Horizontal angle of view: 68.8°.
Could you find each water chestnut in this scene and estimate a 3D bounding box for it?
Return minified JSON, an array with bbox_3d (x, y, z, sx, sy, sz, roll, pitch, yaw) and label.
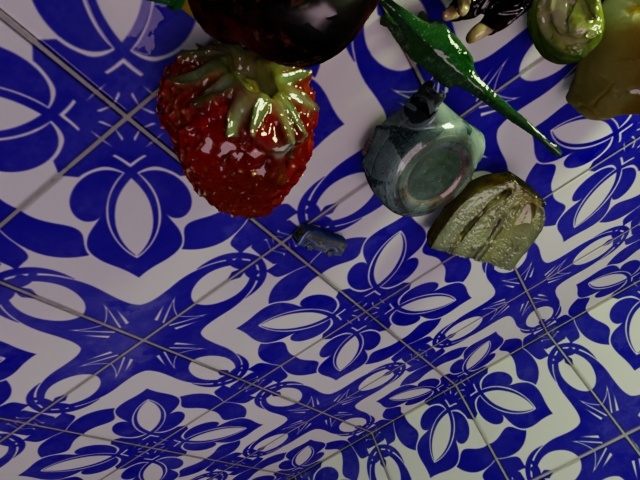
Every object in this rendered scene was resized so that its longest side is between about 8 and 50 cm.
[{"bbox_3d":[-0.040,-0.370,0.618,0.289,0.244,0.289,-4,103,-17],"label":"water chestnut"}]

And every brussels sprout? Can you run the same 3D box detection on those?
[{"bbox_3d":[0.482,-0.442,0.926,0.131,0.145,0.183,-18,100,31],"label":"brussels sprout"}]

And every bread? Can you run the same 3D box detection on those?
[{"bbox_3d":[0.737,-0.436,0.997,0.300,0.210,0.341,-16,137,-12],"label":"bread"}]

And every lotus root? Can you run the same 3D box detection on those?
[{"bbox_3d":[0.462,-0.079,1.293,0.267,0.149,0.260,14,124,-12],"label":"lotus root"}]

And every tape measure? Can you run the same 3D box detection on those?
[{"bbox_3d":[0.232,-0.191,1.068,0.256,0.147,0.275,20,119,-40],"label":"tape measure"}]

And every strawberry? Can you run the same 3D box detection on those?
[{"bbox_3d":[-0.158,-0.175,0.844,0.292,0.292,0.343,2,147,-26],"label":"strawberry"}]

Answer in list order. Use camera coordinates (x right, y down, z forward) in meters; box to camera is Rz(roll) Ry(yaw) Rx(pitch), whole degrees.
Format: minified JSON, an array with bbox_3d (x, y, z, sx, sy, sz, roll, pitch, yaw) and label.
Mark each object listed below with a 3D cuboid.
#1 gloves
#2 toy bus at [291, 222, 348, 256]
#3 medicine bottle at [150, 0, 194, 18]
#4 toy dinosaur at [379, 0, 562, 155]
[{"bbox_3d":[0.303,-0.452,0.842,0.203,0.124,0.164,-20,126,-6],"label":"gloves"},{"bbox_3d":[0.000,0.000,1.231,0.153,0.051,0.061,18,112,-37],"label":"toy bus"},{"bbox_3d":[-0.192,-0.388,0.722,0.308,0.076,0.111,0,117,-23],"label":"medicine bottle"},{"bbox_3d":[0.239,-0.306,0.833,0.447,0.301,0.087,18,126,-39],"label":"toy dinosaur"}]
